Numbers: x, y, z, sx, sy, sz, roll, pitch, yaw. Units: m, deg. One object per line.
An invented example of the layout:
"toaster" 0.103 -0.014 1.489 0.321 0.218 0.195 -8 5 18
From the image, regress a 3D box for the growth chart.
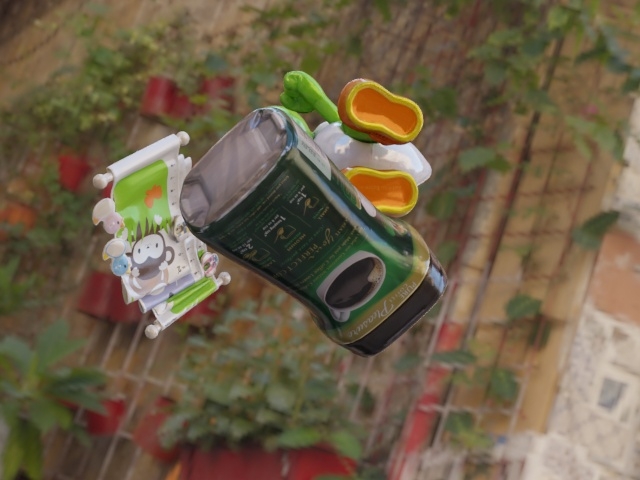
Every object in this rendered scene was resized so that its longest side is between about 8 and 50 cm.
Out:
"growth chart" -0.183 -0.005 1.571 0.021 0.172 0.237 13 -50 34

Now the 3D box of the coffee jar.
"coffee jar" 0.000 0.000 0.909 0.184 0.096 0.079 41 12 -35

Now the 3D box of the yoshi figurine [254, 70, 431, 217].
"yoshi figurine" -0.010 -0.106 1.720 0.203 0.203 0.362 55 -13 -10
